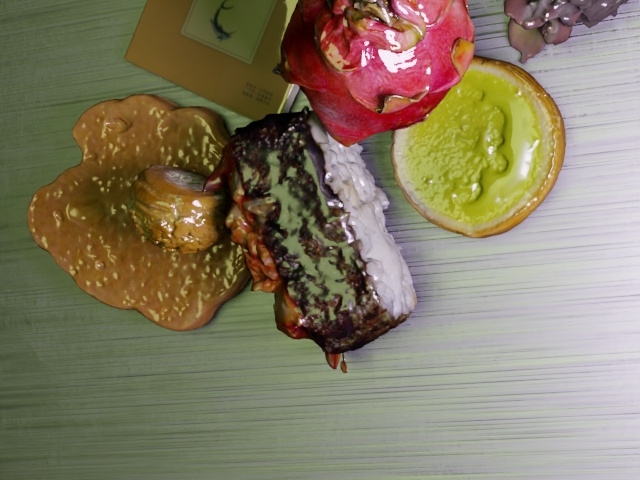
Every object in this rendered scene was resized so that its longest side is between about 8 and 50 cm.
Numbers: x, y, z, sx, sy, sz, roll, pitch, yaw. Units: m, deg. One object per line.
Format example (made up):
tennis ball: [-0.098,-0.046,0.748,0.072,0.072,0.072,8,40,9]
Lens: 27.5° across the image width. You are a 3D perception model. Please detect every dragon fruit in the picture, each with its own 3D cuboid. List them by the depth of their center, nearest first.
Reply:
dragon fruit: [0.067,-0.239,1.568,0.315,0.250,0.250,-20,81,61]

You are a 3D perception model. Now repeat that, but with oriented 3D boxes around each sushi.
sushi: [0.000,0.000,1.682,0.182,0.196,0.343,-23,87,27]

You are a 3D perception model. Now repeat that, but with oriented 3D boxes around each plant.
plant: [0.295,-0.345,1.567,0.234,0.204,0.178,-33,77,11]

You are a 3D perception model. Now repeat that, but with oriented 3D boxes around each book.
book: [-0.094,-0.376,1.797,0.269,0.032,0.389,28,99,20]

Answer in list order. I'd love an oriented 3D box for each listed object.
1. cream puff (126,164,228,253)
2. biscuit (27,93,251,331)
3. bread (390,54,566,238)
cream puff: [-0.187,-0.037,1.730,0.144,0.126,0.103,22,114,26]
biscuit: [-0.241,-0.047,1.841,0.351,0.057,0.312,17,96,18]
bread: [0.199,-0.121,1.664,0.236,0.070,0.236,0,91,22]
